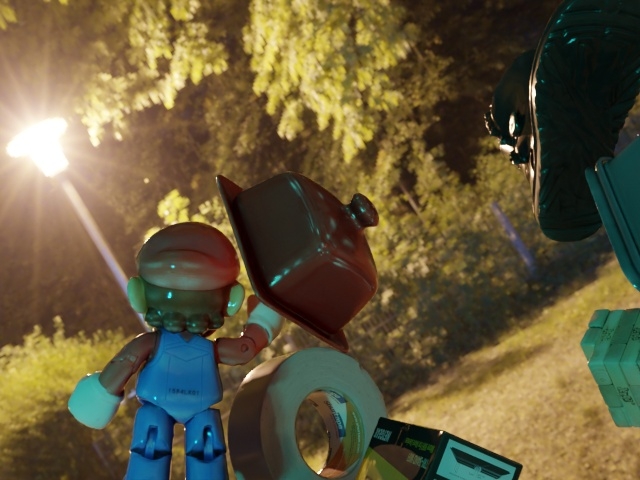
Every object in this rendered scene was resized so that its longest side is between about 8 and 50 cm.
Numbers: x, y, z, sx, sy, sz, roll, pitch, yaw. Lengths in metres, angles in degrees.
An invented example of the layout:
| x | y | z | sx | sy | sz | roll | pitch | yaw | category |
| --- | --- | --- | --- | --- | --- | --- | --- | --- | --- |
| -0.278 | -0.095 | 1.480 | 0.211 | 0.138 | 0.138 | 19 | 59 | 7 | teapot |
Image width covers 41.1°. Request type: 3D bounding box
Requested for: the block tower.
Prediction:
| x | y | z | sx | sy | sz | roll | pitch | yaw | category |
| --- | --- | --- | --- | --- | --- | --- | --- | --- | --- |
| 0.418 | 0.116 | 0.792 | 0.335 | 0.097 | 0.091 | -10 | 29 | 42 | block tower |

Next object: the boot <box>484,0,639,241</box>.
| x | y | z | sx | sy | sz | roll | pitch | yaw | category |
| --- | --- | --- | --- | --- | --- | --- | --- | --- | --- |
| 0.224 | -0.148 | 0.826 | 0.094 | 0.246 | 0.207 | -4 | 32 | -1 | boot |

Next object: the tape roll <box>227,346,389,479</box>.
| x | y | z | sx | sy | sz | roll | pitch | yaw | category |
| --- | --- | --- | --- | --- | --- | --- | --- | --- | --- |
| -0.009 | 0.249 | 1.089 | 0.072 | 0.219 | 0.219 | -24 | 4 | 46 | tape roll |

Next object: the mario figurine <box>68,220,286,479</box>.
| x | y | z | sx | sy | sz | roll | pitch | yaw | category |
| --- | --- | --- | --- | --- | --- | --- | --- | --- | --- |
| -0.153 | 0.137 | 0.958 | 0.170 | 0.320 | 0.198 | -8 | -17 | 36 | mario figurine |

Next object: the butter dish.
| x | y | z | sx | sy | sz | roll | pitch | yaw | category |
| --- | --- | --- | --- | --- | --- | --- | --- | --- | --- |
| 0.000 | 0.000 | 0.784 | 0.118 | 0.160 | 0.160 | -34 | -39 | 15 | butter dish |

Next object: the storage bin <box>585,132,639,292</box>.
| x | y | z | sx | sy | sz | roll | pitch | yaw | category |
| --- | --- | --- | --- | --- | --- | --- | --- | --- | --- |
| 0.252 | -0.027 | 0.562 | 0.091 | 0.098 | 0.135 | -56 | 21 | 38 | storage bin |

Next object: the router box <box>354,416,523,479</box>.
| x | y | z | sx | sy | sz | roll | pitch | yaw | category |
| --- | --- | --- | --- | --- | --- | --- | --- | --- | --- |
| 0.076 | 0.308 | 0.851 | 0.309 | 0.081 | 0.243 | 124 | 170 | -78 | router box |
